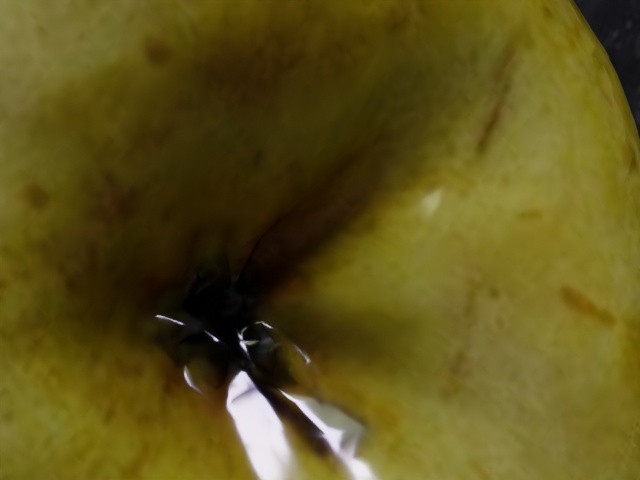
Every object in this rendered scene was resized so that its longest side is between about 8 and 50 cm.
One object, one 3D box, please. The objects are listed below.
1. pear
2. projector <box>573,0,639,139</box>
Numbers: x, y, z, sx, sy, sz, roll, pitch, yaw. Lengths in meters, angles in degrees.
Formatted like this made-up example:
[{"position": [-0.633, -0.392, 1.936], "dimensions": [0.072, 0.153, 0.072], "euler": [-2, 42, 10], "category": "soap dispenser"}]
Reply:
[{"position": [-0.079, 0.018, 0.451], "dimensions": [0.304, 0.304, 0.304], "euler": [5, 16, -1], "category": "pear"}, {"position": [0.261, -0.073, 0.599], "dimensions": [0.395, 0.405, 0.242], "euler": [19, 8, 38], "category": "projector"}]
